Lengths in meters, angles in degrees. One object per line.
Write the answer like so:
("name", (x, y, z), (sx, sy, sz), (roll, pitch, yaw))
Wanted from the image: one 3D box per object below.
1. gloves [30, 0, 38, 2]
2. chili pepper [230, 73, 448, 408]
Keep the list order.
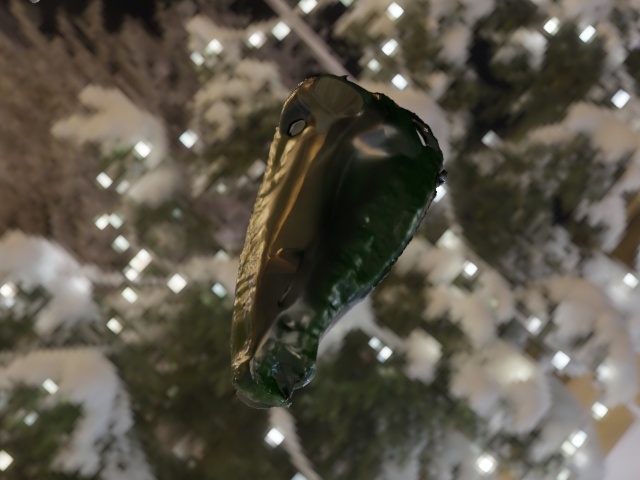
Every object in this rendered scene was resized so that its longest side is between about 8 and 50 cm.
("gloves", (-0.160, -0.156, 0.886), (0.037, 0.044, 0.081), (15, 53, -57))
("chili pepper", (0.001, 0.001, 0.997), (0.108, 0.216, 0.062), (5, -31, 21))
